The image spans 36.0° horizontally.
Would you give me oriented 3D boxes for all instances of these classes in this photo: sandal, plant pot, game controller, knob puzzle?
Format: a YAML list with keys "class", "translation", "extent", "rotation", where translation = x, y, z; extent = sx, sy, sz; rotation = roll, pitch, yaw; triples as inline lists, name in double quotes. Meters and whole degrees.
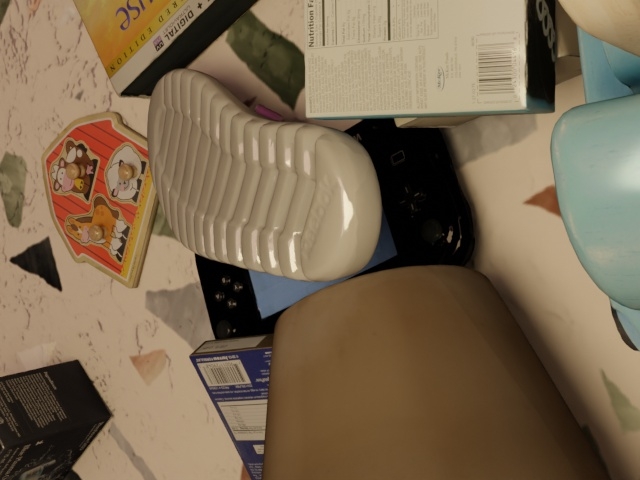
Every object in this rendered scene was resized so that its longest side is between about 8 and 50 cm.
- class: "sandal"
  translation: [-0.054, -0.053, 0.905]
  extent: [0.416, 0.102, 0.169]
  rotation: [32, 118, 54]
- class: "plant pot"
  translation: [0.081, 0.181, 0.787]
  extent: [0.323, 0.323, 0.280]
  rotation: [-27, 64, 35]
- class: "game controller"
  translation: [0.000, 0.000, 0.942]
  extent: [0.319, 0.067, 0.166]
  rotation: [-27, 80, 34]
- class: "knob puzzle"
  translation: [-0.270, -0.060, 1.151]
  extent: [0.213, 0.030, 0.213]
  rotation: [5, 99, 35]

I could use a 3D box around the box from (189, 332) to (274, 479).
- class: "box"
  translation: [-0.028, 0.195, 0.974]
  extent: [0.136, 0.036, 0.225]
  rotation: [-10, 111, 36]

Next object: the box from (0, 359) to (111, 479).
- class: "box"
  translation: [-0.363, 0.236, 1.175]
  extent: [0.093, 0.158, 0.156]
  rotation: [52, 122, 20]

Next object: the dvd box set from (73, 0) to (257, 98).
- class: "dvd box set"
  translation: [-0.189, -0.406, 1.029]
  extent: [0.307, 0.062, 0.420]
  rotation: [-33, 76, 34]

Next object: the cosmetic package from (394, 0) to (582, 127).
- class: "cosmetic package"
  translation: [0.105, -0.263, 0.805]
  extent: [0.160, 0.113, 0.309]
  rotation: [-22, 82, 35]

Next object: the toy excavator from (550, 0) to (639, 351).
- class: "toy excavator"
  translation: [0.208, -0.106, 0.543]
  extent: [0.222, 0.445, 0.433]
  rotation: [-6, 92, 36]

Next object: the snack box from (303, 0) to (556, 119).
- class: "snack box"
  translation: [0.076, -0.252, 0.721]
  extent: [0.187, 0.060, 0.322]
  rotation: [3, 97, 34]
